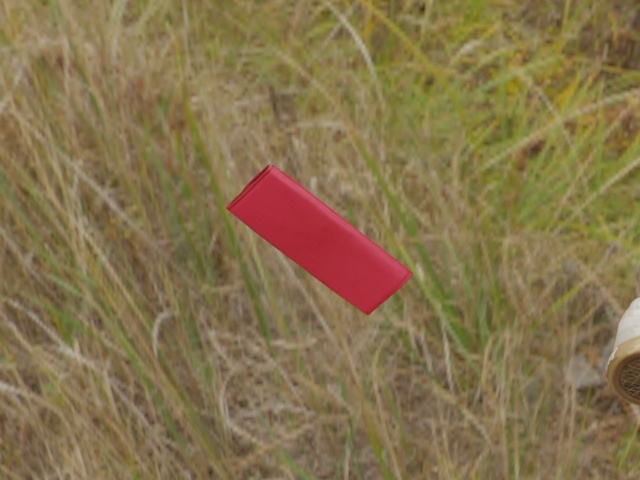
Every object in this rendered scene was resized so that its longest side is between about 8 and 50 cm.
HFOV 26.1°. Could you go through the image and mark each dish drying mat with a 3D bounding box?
[{"bbox_3d":[0.000,0.000,0.607,0.083,0.032,0.008,38,31,-18],"label":"dish drying mat"}]

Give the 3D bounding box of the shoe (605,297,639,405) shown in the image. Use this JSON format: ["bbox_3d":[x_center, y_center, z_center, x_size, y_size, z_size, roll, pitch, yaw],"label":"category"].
[{"bbox_3d":[0.281,0.088,0.829,0.219,0.076,0.058,19,38,1],"label":"shoe"}]
